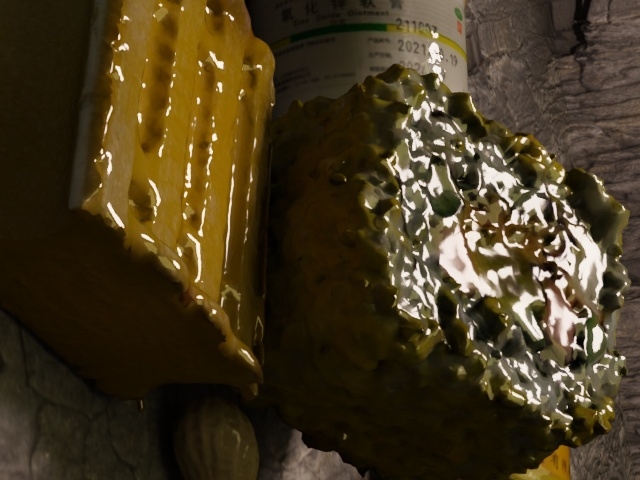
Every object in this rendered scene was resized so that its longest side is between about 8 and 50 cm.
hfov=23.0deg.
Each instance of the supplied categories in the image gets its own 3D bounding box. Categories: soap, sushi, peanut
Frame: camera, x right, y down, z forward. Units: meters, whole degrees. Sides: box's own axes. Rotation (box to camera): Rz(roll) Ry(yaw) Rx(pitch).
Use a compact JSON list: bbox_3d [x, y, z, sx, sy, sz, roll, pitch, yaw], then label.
[{"bbox_3d":[-0.146,-0.075,1.244,0.293,0.156,0.335,48,38,-52],"label":"soap"},{"bbox_3d":[0.104,0.032,1.465,0.396,0.240,0.351,31,50,-32],"label":"sushi"},{"bbox_3d":[-0.086,0.229,1.394,0.082,0.082,0.187,-9,91,-71],"label":"peanut"}]

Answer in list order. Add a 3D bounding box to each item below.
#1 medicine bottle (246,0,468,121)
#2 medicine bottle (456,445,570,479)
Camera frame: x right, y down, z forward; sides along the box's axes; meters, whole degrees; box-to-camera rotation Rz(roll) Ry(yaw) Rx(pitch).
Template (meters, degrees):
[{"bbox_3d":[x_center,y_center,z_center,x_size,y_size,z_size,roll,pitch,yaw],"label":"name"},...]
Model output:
[{"bbox_3d":[0.040,-0.198,1.689,0.238,0.238,0.231,37,48,-63],"label":"medicine bottle"},{"bbox_3d":[0.199,0.167,1.998,0.224,0.224,0.384,51,35,-55],"label":"medicine bottle"}]
